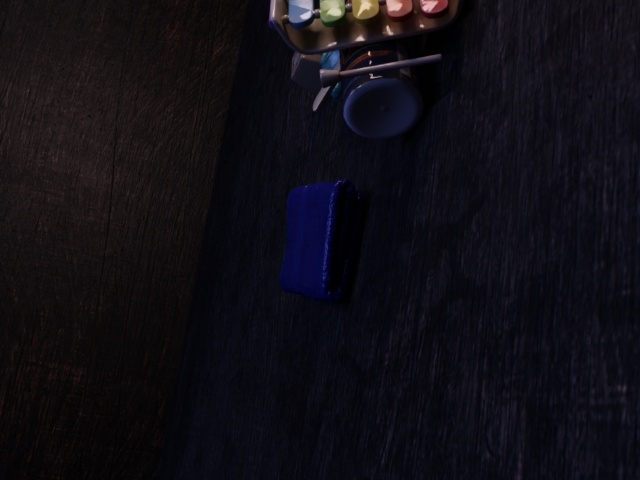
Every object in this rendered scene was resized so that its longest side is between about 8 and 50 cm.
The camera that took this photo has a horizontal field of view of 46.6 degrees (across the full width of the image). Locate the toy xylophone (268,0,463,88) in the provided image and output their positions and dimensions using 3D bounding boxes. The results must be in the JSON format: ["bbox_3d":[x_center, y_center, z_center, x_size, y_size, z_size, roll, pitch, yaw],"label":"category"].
[{"bbox_3d":[0.082,-0.356,1.153,0.081,0.323,0.236,69,-173,-50],"label":"toy xylophone"}]

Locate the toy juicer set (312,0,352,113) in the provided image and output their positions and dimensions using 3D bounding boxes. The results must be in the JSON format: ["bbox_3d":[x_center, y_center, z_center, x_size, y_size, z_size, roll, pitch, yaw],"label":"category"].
[{"bbox_3d":[0.073,-0.389,1.487,0.209,0.090,0.329,-51,20,30],"label":"toy juicer set"}]

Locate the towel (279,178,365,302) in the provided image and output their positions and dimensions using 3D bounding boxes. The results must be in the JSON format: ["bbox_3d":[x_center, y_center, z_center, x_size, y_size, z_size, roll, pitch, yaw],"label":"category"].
[{"bbox_3d":[0.000,0.000,1.445,0.308,0.076,0.227,-178,93,-72],"label":"towel"}]

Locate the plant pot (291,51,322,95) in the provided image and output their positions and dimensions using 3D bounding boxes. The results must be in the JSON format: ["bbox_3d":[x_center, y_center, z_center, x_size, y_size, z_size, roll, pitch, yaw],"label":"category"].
[{"bbox_3d":[-0.012,-0.414,1.738,0.109,0.096,0.109,124,154,-49],"label":"plant pot"}]

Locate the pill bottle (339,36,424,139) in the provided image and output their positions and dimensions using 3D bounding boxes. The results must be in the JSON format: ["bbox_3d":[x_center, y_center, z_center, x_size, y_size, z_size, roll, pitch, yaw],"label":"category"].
[{"bbox_3d":[0.097,-0.295,1.239,0.130,0.131,0.245,121,155,-45],"label":"pill bottle"}]
